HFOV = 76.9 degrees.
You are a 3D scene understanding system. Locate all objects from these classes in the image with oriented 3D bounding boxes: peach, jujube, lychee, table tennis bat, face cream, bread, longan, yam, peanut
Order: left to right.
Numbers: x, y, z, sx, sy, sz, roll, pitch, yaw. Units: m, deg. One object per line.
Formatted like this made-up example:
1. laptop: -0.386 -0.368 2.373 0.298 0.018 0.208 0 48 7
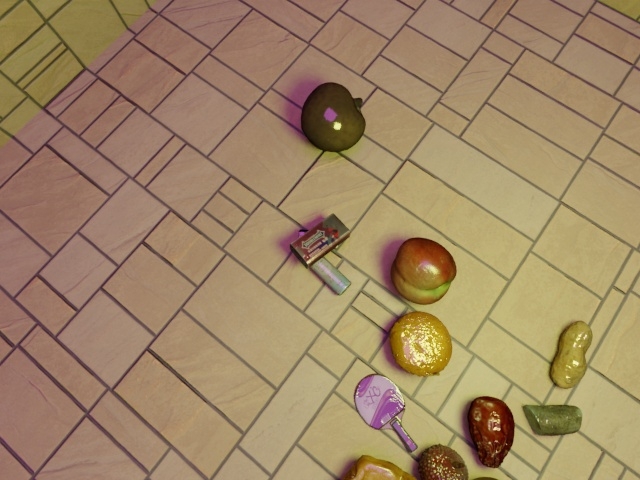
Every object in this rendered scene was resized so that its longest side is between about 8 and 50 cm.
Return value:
1. face cream: 0.018 0.118 1.616 0.229 0.075 0.075 42 79 12
2. longan: 0.054 -0.519 1.711 0.299 0.243 0.301 1 86 -15
3. bread: 0.195 0.918 1.352 0.327 0.148 0.337 31 82 12
4. table tennis bat: 0.249 0.641 1.493 0.173 0.022 0.301 -34 74 -8
5. bread: 0.369 0.383 1.500 0.239 0.139 0.240 0 74 1
6. peach: 0.382 0.109 1.524 0.251 0.252 0.253 0 74 1
7. lychee: 0.420 0.778 1.368 0.165 0.198 0.165 18 35 -13
8. jujube: 0.593 0.670 1.410 0.167 0.168 0.237 1 91 1
9. yam: 0.835 0.641 1.441 0.182 0.107 0.107 -2 74 -1
10. peanut: 0.936 0.421 1.495 0.101 0.117 0.263 31 73 -13

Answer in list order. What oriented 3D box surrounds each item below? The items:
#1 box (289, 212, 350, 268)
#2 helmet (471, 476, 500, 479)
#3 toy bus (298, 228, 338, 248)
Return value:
1. box: 0.000 0.000 1.587 0.224 0.069 0.120 -38 72 -18
2. helmet: 0.554 0.899 1.356 0.224 0.130 0.199 -28 78 0
3. toy bus: -0.008 -0.002 1.661 0.171 0.057 0.073 5 82 3
